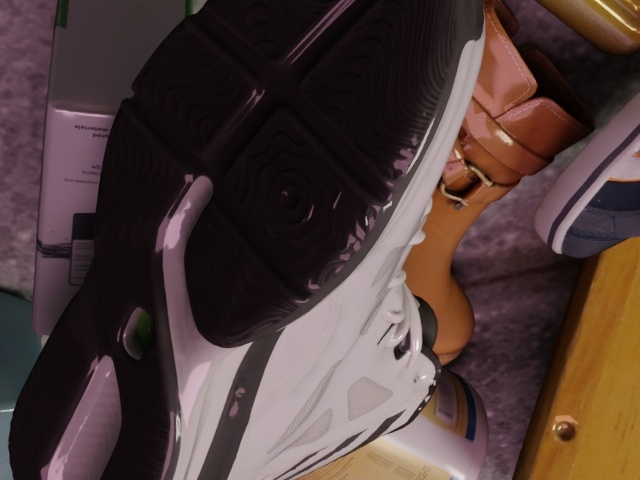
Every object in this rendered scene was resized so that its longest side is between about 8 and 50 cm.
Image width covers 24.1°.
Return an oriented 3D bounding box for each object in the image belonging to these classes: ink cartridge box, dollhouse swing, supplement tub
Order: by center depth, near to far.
[{"bbox_3d":[-0.137,-0.056,0.977,0.087,0.153,0.208,5,137,-11],"label":"ink cartridge box"},{"bbox_3d":[0.020,0.138,1.197,0.200,0.144,0.144,31,127,-30],"label":"supplement tub"},{"bbox_3d":[0.351,0.145,1.227,0.347,0.305,0.315,17,98,4],"label":"dollhouse swing"}]

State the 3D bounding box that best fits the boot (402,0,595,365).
[{"bbox_3d":[0.095,-0.038,1.063,0.220,0.109,0.283,-29,124,19],"label":"boot"}]

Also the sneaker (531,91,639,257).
[{"bbox_3d":[0.260,-0.060,0.940,0.126,0.127,0.321,-27,164,-42],"label":"sneaker"}]

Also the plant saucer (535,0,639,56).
[{"bbox_3d":[0.189,-0.259,0.837,0.333,0.081,0.333,30,127,-30],"label":"plant saucer"}]

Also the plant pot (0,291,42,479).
[{"bbox_3d":[-0.330,0.125,1.158,0.234,0.165,0.165,-4,137,-11],"label":"plant pot"}]

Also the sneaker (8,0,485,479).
[{"bbox_3d":[-0.001,0.000,0.908,0.257,0.169,0.447,-12,143,-50],"label":"sneaker"}]
